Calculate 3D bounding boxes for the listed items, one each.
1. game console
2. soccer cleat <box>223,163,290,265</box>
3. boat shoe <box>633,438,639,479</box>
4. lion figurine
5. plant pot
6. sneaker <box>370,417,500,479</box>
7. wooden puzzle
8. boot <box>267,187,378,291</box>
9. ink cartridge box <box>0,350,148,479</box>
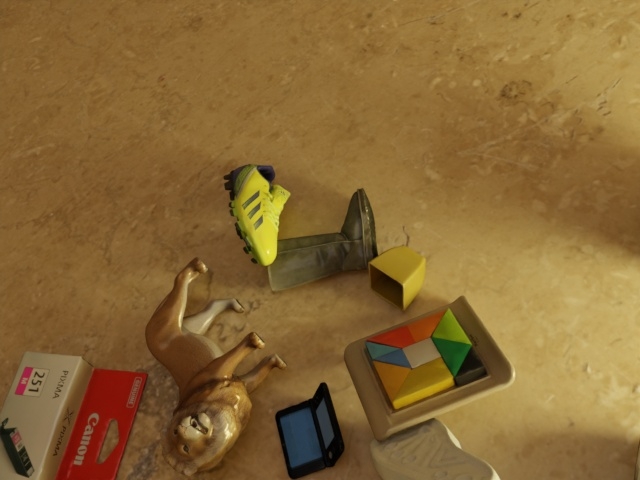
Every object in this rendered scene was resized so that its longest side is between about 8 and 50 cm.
[{"bbox_3d":[-0.019,0.311,1.226,0.071,0.107,0.122,-3,54,-21],"label":"game console"},{"bbox_3d":[-0.111,-0.063,1.433,0.121,0.093,0.289,-16,38,-4],"label":"soccer cleat"},{"bbox_3d":[0.463,0.403,1.012,0.095,0.112,0.335,9,58,25],"label":"boat shoe"},{"bbox_3d":[-0.221,0.212,1.321,0.240,0.142,0.392,-41,43,-2],"label":"lion figurine"},{"bbox_3d":[0.143,0.058,1.335,0.081,0.081,0.083,33,60,30],"label":"plant pot"},{"bbox_3d":[0.193,0.406,1.077,0.130,0.323,0.236,-25,100,-15],"label":"sneaker"},{"bbox_3d":[0.165,0.195,1.217,0.238,0.044,0.221,-25,33,1],"label":"wooden puzzle"},{"bbox_3d":[-0.001,-0.002,1.422,0.208,0.076,0.189,-12,54,16],"label":"boot"},{"bbox_3d":[-0.462,0.342,1.332,0.239,0.060,0.275,2,59,18],"label":"ink cartridge box"}]
